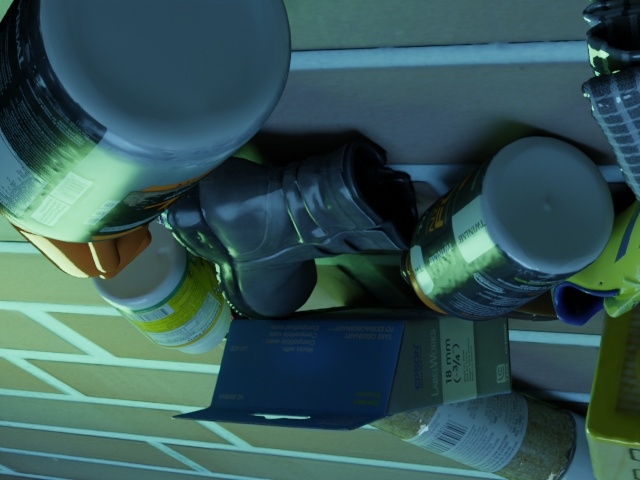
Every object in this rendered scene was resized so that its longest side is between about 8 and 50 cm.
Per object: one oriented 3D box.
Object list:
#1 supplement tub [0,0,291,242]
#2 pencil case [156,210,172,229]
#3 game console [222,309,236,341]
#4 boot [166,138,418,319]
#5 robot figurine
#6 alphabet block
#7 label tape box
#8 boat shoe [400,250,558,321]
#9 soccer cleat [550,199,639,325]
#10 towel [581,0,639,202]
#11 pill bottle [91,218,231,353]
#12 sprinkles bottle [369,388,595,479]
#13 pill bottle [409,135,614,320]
[{"bbox_3d":[-0.173,-0.118,1.345,0.207,0.207,0.338,21,160,-17],"label":"supplement tub"},{"bbox_3d":[-0.163,-0.062,1.692,0.064,0.070,0.152,52,-179,33],"label":"pencil case"},{"bbox_3d":[-0.137,0.089,2.162,0.124,0.085,0.144,-10,-179,-42],"label":"game console"},{"bbox_3d":[0.000,0.000,1.701,0.222,0.118,0.338,-3,163,17],"label":"boot"},{"bbox_3d":[-0.257,-0.044,1.707,0.128,0.158,0.219,-11,147,20],"label":"robot figurine"},{"bbox_3d":[0.390,0.160,1.741,0.193,0.192,0.197,7,160,15],"label":"alphabet block"},{"bbox_3d":[0.029,0.134,1.846,0.240,0.106,0.333,-1,-179,35],"label":"label tape box"},{"bbox_3d":[0.172,0.046,1.735,0.207,0.073,0.073,16,172,-19],"label":"boat shoe"},{"bbox_3d":[0.299,0.009,1.491,0.093,0.121,0.289,20,159,-16],"label":"soccer cleat"},{"bbox_3d":[0.327,-0.094,1.198,0.235,0.121,0.284,3,157,27],"label":"towel"},{"bbox_3d":[-0.180,0.060,1.959,0.117,0.118,0.208,6,158,21],"label":"pill bottle"},{"bbox_3d":[0.200,0.235,2.167,0.355,0.121,0.121,24,158,-24],"label":"sprinkles bottle"},{"bbox_3d":[0.164,0.001,1.546,0.130,0.130,0.245,19,159,-12],"label":"pill bottle"}]
